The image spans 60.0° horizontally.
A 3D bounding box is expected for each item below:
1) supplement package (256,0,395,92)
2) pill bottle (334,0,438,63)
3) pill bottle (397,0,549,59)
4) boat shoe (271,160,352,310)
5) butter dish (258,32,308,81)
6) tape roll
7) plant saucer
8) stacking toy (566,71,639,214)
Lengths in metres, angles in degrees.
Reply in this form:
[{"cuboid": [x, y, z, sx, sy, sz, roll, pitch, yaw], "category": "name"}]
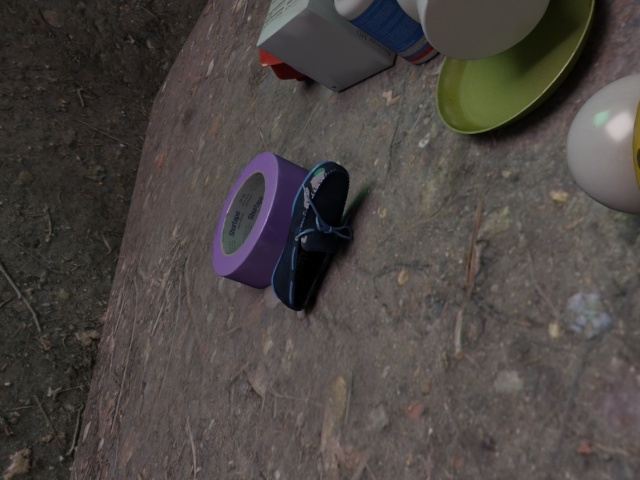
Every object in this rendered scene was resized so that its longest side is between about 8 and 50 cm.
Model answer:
[{"cuboid": [0.039, -0.466, 1.060, 0.198, 0.199, 0.262, -4, 67, 59], "category": "supplement package"}, {"cuboid": [0.100, -0.385, 0.872, 0.124, 0.221, 0.124, -39, 39, 42], "category": "pill bottle"}, {"cuboid": [0.168, -0.392, 0.695, 0.188, 0.188, 0.334, -40, 44, 41], "category": "pill bottle"}, {"cuboid": [0.000, 0.000, 0.922, 0.089, 0.109, 0.258, 47, 128, 52], "category": "boat shoe"}, {"cuboid": [-0.055, -0.428, 1.300, 0.160, 0.118, 0.160, -13, 48, 6], "category": "butter dish"}, {"cuboid": [-0.126, -0.043, 1.158, 0.275, 0.090, 0.275, -39, 38, 40], "category": "tape roll"}, {"cuboid": [0.247, -0.240, 0.709, 0.241, 0.037, 0.241, -41, 37, 41], "category": "plant saucer"}, {"cuboid": [0.301, -0.052, 0.291, 0.480, 0.351, 0.350, -153, 86, -81], "category": "stacking toy"}]
